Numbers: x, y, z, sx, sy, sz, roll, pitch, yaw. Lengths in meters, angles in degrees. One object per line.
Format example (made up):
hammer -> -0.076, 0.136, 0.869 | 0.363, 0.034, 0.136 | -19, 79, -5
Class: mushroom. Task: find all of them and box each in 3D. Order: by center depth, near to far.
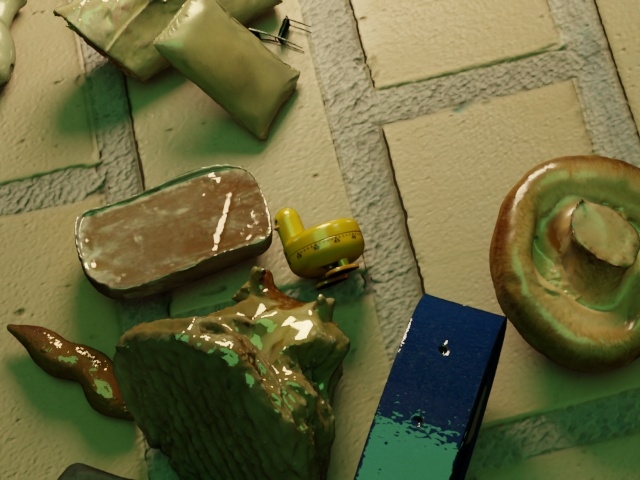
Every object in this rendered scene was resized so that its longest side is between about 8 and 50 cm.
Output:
mushroom -> 0.343, 0.025, 1.815 | 0.278, 0.146, 0.278 | 2, 72, -5

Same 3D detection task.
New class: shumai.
shumai -> -0.066, 0.179, 1.793 | 0.262, 0.267, 0.314 | -39, 97, -42

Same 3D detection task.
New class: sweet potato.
sweet potato -> -0.315, 0.160, 1.868 | 0.218, 0.051, 0.065 | 34, 77, 17

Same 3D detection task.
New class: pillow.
pillow -> -0.123, -0.241, 1.973 | 0.208, 0.053, 0.119 | 39, 66, -19

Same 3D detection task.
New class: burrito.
burrito -> -0.212, -0.325, 2.020 | 0.299, 0.143, 0.105 | -28, 36, -11

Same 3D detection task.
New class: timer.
timer -> 0.000, 0.000, 1.873 | 0.107, 0.107, 0.109 | -20, 79, -3

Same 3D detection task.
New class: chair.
chair -> -0.057, -0.297, 2.041 | 0.086, 0.037, 0.042 | 16, 82, 7

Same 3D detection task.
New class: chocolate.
chocolate -> -0.189, 0.002, 1.908 | 0.254, 0.080, 0.157 | -19, 52, -4

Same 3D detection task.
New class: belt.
belt -> 0.121, 0.236, 1.712 | 0.117, 0.212, 0.346 | 16, 66, 10

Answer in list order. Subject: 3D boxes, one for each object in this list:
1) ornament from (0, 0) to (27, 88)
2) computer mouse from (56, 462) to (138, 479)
ornament -> -0.465, -0.287, 2.054 | 0.075, 0.081, 0.156 | 7, 64, -3
computer mouse -> -0.192, 0.384, 1.729 | 0.371, 0.122, 0.188 | 12, 68, 17
